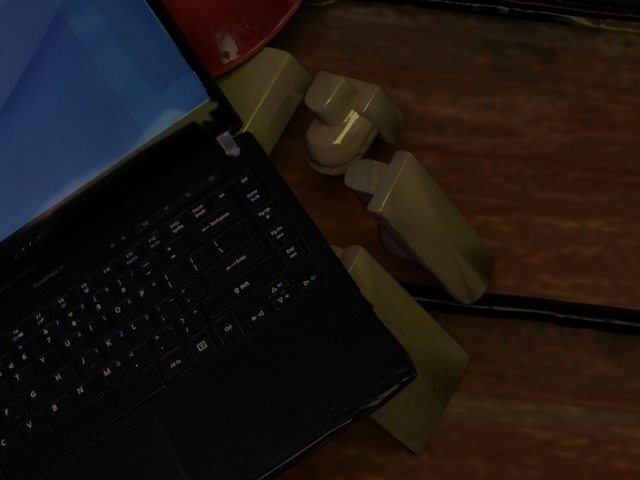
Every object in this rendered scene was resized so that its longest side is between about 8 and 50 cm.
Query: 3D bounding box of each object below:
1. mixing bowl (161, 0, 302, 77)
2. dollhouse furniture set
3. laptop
[{"bbox_3d":[-0.095,-0.174,0.674,0.181,0.098,0.181,-3,69,9],"label":"mixing bowl"},{"bbox_3d":[0.000,0.000,0.689,0.151,0.123,0.144,19,73,39],"label":"dollhouse furniture set"},{"bbox_3d":[-0.134,0.004,0.568,0.234,0.136,0.264,-34,50,0],"label":"laptop"}]
